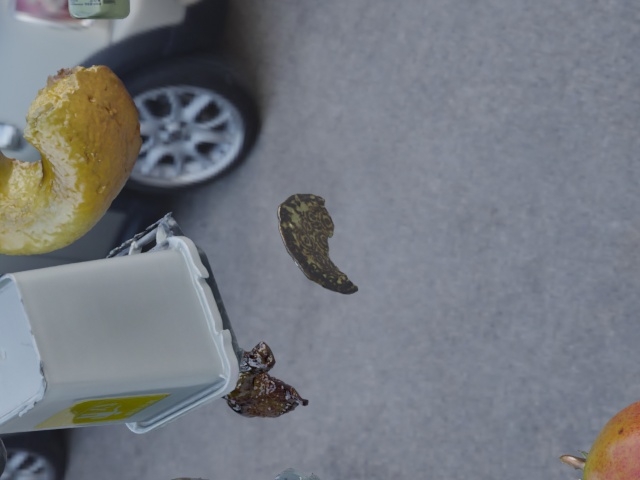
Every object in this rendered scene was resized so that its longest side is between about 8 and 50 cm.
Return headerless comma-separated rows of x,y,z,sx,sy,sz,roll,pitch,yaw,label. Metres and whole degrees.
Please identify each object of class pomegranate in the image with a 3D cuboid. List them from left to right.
0.395,0.291,1.272,0.257,0.221,0.220,-8,74,32,pomegranate

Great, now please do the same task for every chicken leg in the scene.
-0.117,0.240,1.850,0.322,0.178,0.083,62,-136,-57,chicken leg

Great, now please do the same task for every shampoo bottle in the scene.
-0.286,-0.366,1.398,0.079,0.079,0.161,-157,64,-63,shampoo bottle

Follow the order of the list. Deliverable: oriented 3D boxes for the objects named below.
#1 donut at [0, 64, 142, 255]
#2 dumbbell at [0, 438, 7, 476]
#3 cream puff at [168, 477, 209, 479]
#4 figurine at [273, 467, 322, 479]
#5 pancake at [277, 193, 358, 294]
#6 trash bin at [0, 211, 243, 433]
-0.532,-0.128,1.922,0.163,0.435,0.377,-83,-15,-49,donut
-0.726,0.356,2.082,0.185,0.185,0.388,-112,11,-45,dumbbell
-0.285,0.538,2.067,0.241,0.269,0.154,-173,80,-69,cream puff
-0.031,0.439,1.862,0.082,0.086,0.094,-18,43,17,figurine
0.000,0.000,1.808,0.020,0.184,0.190,-41,20,38,pancake
-0.326,0.127,1.554,0.256,0.368,0.295,-29,74,34,trash bin
